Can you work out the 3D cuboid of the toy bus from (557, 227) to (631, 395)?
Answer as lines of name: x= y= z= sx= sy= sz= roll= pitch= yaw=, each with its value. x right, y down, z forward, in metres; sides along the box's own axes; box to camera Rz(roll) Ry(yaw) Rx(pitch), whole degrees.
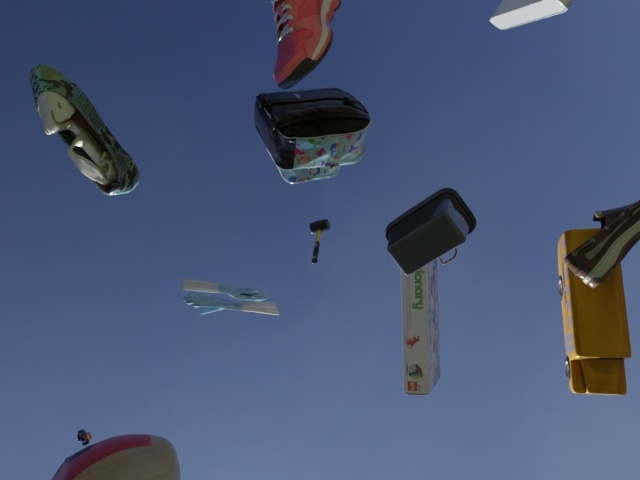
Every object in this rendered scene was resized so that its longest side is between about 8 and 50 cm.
toy bus: x=0.571 y=0.150 z=1.131 sx=0.130 sy=0.108 sz=0.332 roll=50 pitch=-140 yaw=-69

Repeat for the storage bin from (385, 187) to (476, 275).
storage bin: x=0.166 y=-0.001 z=0.821 sx=0.098 sy=0.135 sz=0.091 roll=53 pitch=-156 yaw=-6

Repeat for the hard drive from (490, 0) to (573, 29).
hard drive: x=0.525 y=-0.622 z=1.133 sx=0.047 sy=0.233 sz=0.353 roll=32 pitch=-88 yaw=-19

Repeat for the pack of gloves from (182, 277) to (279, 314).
pack of gloves: x=-0.235 y=0.157 z=1.373 sx=0.232 sy=0.195 sz=0.046 roll=9 pitch=-81 yaw=-16

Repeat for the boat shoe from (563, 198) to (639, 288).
boat shoe: x=0.575 y=-0.032 z=1.043 sx=0.095 sy=0.095 sz=0.257 roll=41 pitch=-96 yaw=23

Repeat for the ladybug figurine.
ladybug figurine: x=-0.361 y=0.448 z=0.851 sx=0.162 sy=0.449 sz=0.305 roll=29 pitch=-126 yaw=-18

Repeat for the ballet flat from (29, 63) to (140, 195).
ballet flat: x=-0.303 y=-0.135 z=0.676 sx=0.188 sy=0.070 sz=0.070 roll=50 pitch=-122 yaw=-13

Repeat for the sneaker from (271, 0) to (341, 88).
sneaker: x=-0.047 y=-0.417 z=0.979 sx=0.136 sy=0.116 sz=0.313 roll=27 pitch=-113 yaw=-28

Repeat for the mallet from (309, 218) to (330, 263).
mallet: x=0.000 y=0.000 z=1.650 sx=0.189 sy=0.062 sz=0.039 roll=-92 pitch=-22 yaw=-53

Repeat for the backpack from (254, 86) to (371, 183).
backpack: x=-0.012 y=-0.261 z=1.295 sx=0.254 sy=0.191 sz=0.225 roll=-16 pitch=-130 yaw=-18

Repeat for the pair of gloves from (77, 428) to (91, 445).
pair of gloves: x=-0.502 y=0.448 z=1.164 sx=0.010 sy=0.074 sz=0.083 roll=-19 pitch=-106 yaw=-9

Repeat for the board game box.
board game box: x=0.204 y=0.139 z=1.094 sx=0.193 sy=0.053 sz=0.305 roll=10 pitch=-101 yaw=-71
